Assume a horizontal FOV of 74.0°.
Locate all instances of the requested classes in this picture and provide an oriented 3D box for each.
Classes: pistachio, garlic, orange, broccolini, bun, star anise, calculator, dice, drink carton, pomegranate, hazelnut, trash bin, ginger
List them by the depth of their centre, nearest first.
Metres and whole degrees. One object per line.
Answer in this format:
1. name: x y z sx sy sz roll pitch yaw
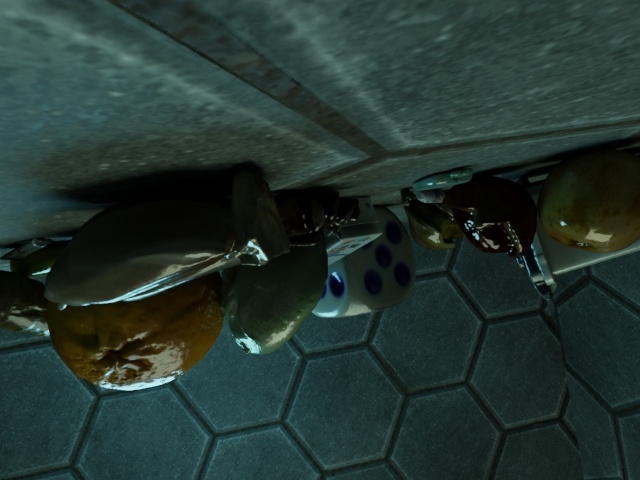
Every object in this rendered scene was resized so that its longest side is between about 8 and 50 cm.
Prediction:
1. garlic: -0.189 0.002 0.570 0.325 0.132 0.279 -12 177 15
2. star anise: -0.035 -0.035 0.780 0.220 0.099 0.214 -9 176 -17
3. pomegranate: 0.518 -0.076 0.806 0.207 0.207 0.207 -9 179 0
4. calculator: 0.238 -0.116 0.827 0.095 0.021 0.153 -9 -178 -15
5. ginger: -0.628 0.111 0.830 0.116 0.109 0.263 -7 151 35
6. orange: -0.372 0.145 0.875 0.340 0.341 0.293 -9 -149 -1
7. bun: -0.116 0.089 0.893 0.179 0.283 0.283 36 163 -15
8. hazelnut: 0.364 -0.055 0.922 0.201 0.161 0.170 19 166 18
9. trash bin: 0.647 -0.047 0.995 0.367 0.296 0.256 -19 -179 32
10. broccolini: 0.213 -0.106 1.001 0.035 0.030 0.140 -15 180 20
11. drink carton: 0.000 0.000 1.059 0.130 0.107 0.315 -10 165 -36
12. pistachio: 0.339 -0.062 1.261 0.166 0.197 0.288 -51 163 0
13. dice: 0.099 0.062 1.328 0.304 0.304 0.277 -8 179 -41

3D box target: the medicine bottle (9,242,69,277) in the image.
1. medicine bottle: -0.546 0.036 0.971 0.095 0.064 0.260 -29 166 38

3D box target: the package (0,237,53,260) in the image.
1. package: -0.568 0.018 0.817 0.110 0.015 0.037 -21 163 19

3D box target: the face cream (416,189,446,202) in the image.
1. face cream: 0.272 -0.110 1.053 0.034 0.034 0.130 -10 178 37
